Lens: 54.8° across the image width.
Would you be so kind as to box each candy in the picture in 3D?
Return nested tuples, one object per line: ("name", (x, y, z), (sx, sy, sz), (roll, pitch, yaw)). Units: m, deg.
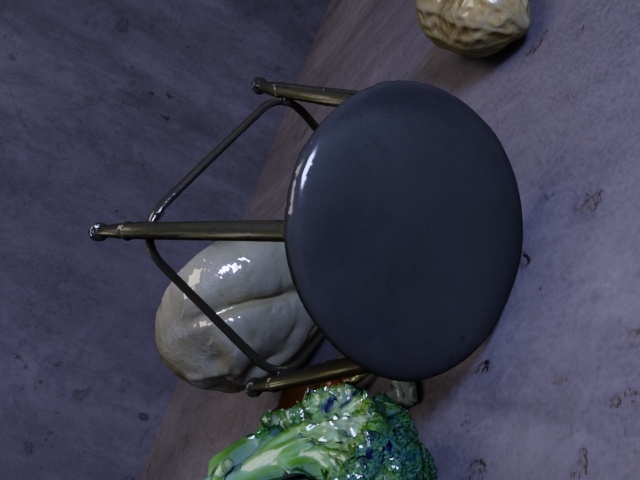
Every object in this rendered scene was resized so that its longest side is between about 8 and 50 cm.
("candy", (0.069, 0.180, 0.896), (0.201, 0.060, 0.060), (-49, 21, 18))

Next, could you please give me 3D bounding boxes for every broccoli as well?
("broccoli", (0.001, 0.276, 0.632), (0.294, 0.246, 0.264), (-166, 79, -85))

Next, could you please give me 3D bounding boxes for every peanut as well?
("peanut", (0.242, -0.381, 1.013), (0.152, 0.152, 0.313), (-58, 20, 20))

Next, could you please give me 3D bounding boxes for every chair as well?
("chair", (0.006, -0.009, 0.795), (0.364, 0.362, 0.410), (-49, 23, -23))

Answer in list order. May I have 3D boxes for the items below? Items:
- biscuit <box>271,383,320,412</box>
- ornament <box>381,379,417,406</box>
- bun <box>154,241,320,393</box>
("biscuit", (-0.061, 0.345, 1.053), (0.180, 0.039, 0.236), (-11, 56, 67))
("ornament", (0.099, 0.190, 0.793), (0.068, 0.041, 0.092), (-20, 37, 59))
("bun", (-0.117, 0.140, 1.112), (0.219, 0.365, 0.365), (54, 128, 21))
